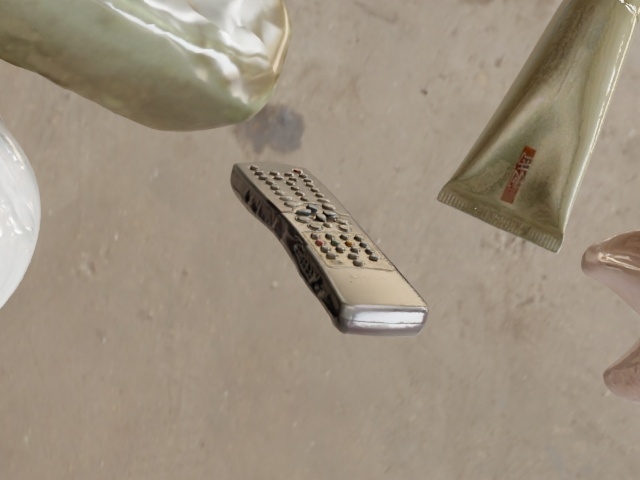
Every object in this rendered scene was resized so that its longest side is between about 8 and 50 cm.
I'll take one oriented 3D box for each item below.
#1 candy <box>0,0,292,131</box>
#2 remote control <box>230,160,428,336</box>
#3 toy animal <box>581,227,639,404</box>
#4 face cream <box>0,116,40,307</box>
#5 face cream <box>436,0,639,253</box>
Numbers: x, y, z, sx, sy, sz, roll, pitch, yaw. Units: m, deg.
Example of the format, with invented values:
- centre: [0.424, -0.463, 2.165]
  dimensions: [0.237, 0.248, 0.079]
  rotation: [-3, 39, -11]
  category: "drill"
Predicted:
- centre: [-0.131, -0.148, 0.851]
  dimensions: [0.234, 0.104, 0.102]
  rotation: [29, 52, -29]
  category: "candy"
- centre: [0.000, 0.000, 0.817]
  dimensions: [0.059, 0.028, 0.212]
  rotation: [1, 24, -21]
  category: "remote control"
- centre: [0.219, 0.022, 0.556]
  dimensions: [0.213, 0.124, 0.124]
  rotation: [-26, 68, 3]
  category: "toy animal"
- centre: [-0.285, -0.017, 0.878]
  dimensions: [0.206, 0.206, 0.111]
  rotation: [-23, 45, -23]
  category: "face cream"
- centre: [0.257, -0.155, 1.480]
  dimensions: [0.137, 0.084, 0.341]
  rotation: [25, 71, 9]
  category: "face cream"
